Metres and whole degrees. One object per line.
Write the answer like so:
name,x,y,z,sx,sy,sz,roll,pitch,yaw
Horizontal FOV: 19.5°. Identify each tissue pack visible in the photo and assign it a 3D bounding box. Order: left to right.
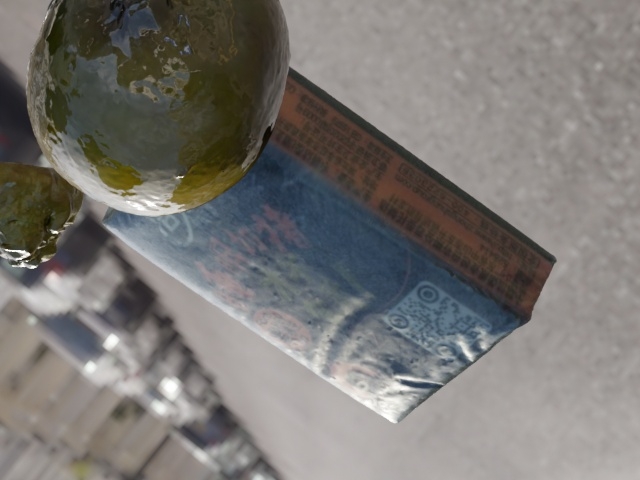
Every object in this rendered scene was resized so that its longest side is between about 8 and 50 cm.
tissue pack,0.000,0.000,1.495,0.315,0.103,0.228,35,142,-8

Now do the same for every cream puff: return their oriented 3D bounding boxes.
cream puff,-0.331,-0.028,2.011,0.146,0.116,0.146,6,-178,0

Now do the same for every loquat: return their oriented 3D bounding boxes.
loquat,-0.090,-0.088,1.023,0.152,0.152,0.195,38,160,7
